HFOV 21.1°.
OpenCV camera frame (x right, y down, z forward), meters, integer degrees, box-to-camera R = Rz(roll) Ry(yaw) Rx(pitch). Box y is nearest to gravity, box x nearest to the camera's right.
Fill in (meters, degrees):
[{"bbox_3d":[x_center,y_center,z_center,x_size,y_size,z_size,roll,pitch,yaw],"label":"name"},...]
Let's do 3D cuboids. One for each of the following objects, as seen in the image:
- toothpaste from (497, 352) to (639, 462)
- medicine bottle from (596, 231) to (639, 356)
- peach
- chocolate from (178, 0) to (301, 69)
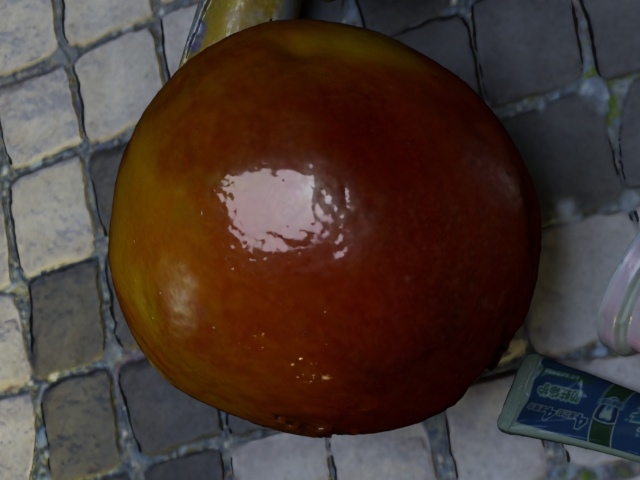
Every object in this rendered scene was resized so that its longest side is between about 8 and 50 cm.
[{"bbox_3d":[0.202,0.118,1.058,0.197,0.035,0.057,15,75,33],"label":"toothpaste"},{"bbox_3d":[0.350,0.123,0.927,0.426,0.108,0.108,35,101,29],"label":"medicine bottle"},{"bbox_3d":[0.000,0.000,1.077,0.281,0.238,0.281,-4,72,12],"label":"peach"},{"bbox_3d":[-0.046,-0.187,1.230,0.085,0.085,0.219,10,83,32],"label":"chocolate"}]
